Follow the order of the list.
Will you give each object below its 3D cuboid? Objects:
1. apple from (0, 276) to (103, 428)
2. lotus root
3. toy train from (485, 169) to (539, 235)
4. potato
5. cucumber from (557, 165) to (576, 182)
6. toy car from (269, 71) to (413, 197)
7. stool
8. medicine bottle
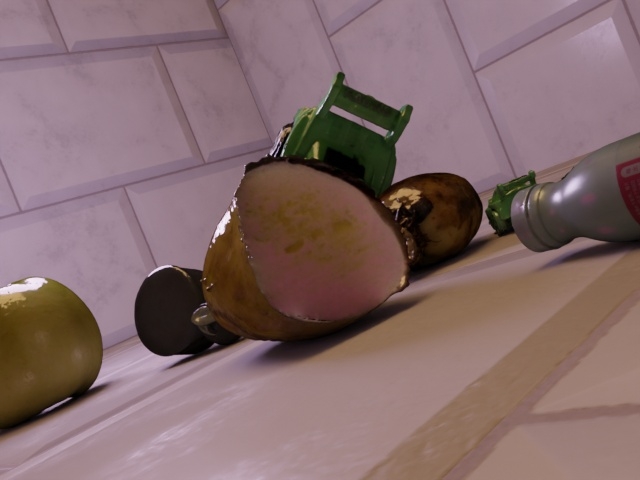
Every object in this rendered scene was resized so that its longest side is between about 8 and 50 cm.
[{"bbox_3d":[-0.565,0.207,1.325,0.291,0.254,0.292,-23,5,2],"label":"apple"},{"bbox_3d":[0.167,-0.035,1.117,0.169,0.142,0.314,-23,0,34],"label":"lotus root"},{"bbox_3d":[0.313,-0.062,1.127,0.099,0.081,0.149,-23,1,3],"label":"toy train"},{"bbox_3d":[-0.044,0.040,0.880,0.229,0.229,0.266,-23,-14,-26],"label":"potato"},{"bbox_3d":[0.368,-0.071,0.989,0.069,0.069,0.227,-22,5,46],"label":"cucumber"},{"bbox_3d":[0.006,-0.077,1.172,0.359,0.213,0.176,-67,13,-6],"label":"toy car"},{"bbox_3d":[-0.218,0.138,1.226,0.139,0.228,0.153,14,-75,-57],"label":"stool"},{"bbox_3d":[0.273,-0.044,0.618,0.090,0.091,0.216,-23,0,-36],"label":"medicine bottle"}]
